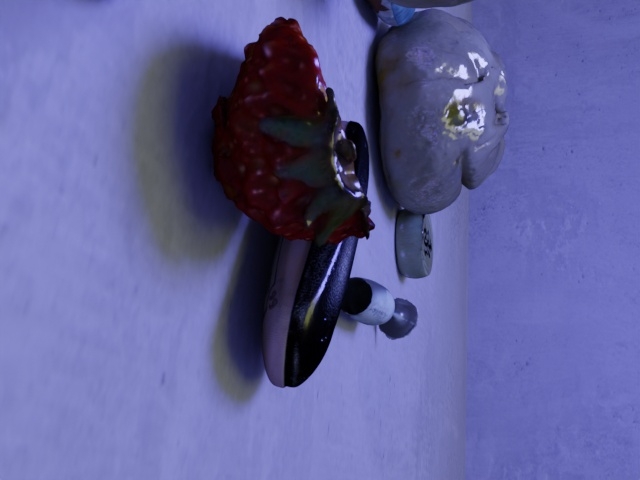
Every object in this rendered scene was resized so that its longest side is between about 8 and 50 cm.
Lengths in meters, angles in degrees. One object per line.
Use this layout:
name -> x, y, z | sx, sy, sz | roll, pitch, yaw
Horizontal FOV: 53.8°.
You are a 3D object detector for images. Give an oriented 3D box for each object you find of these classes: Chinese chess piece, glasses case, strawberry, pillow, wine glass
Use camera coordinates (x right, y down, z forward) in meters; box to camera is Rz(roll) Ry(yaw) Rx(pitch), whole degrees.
Chinese chess piece -> 0.190, 0.004, 1.257 | 0.144, 0.058, 0.144 | -2, 90, -71
glasses case -> 0.000, 0.000, 0.640 | 0.122, 0.075, 0.315 | 93, 9, -49
strawberry -> -0.038, -0.086, 0.540 | 0.237, 0.111, 0.190 | -106, 174, -64
pillow -> 0.107, -0.456, 1.006 | 0.233, 0.086, 0.214 | -33, 114, -71
wine glass -> 0.084, 0.099, 0.923 | 0.262, 0.074, 0.074 | 34, 57, -66

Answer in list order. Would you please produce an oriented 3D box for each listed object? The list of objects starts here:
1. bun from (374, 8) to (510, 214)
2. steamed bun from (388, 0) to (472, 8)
bun -> 0.228, -0.227, 1.142 | 0.365, 0.219, 0.366 | -2, 90, -68
steamed bun -> 0.161, -0.472, 0.778 | 0.394, 0.346, 0.237 | 67, 23, 4
